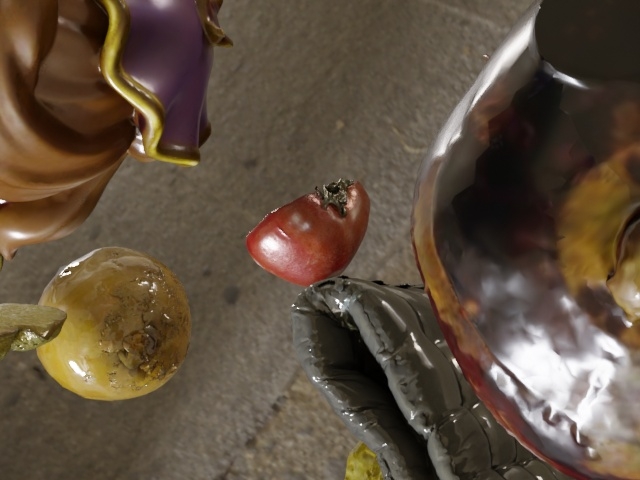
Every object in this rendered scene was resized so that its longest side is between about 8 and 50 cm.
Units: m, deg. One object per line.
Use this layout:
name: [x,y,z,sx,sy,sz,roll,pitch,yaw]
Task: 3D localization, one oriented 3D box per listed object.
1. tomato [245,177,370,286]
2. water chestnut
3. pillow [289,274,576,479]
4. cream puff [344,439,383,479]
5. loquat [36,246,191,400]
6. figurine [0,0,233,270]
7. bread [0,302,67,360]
tomato: [0.000,0.000,1.246,0.139,0.159,0.091,-41,78,43]
water chestnut: [0.227,-0.009,0.619,0.335,0.347,0.335,-2,82,14]
pillow: [0.115,0.171,0.841,0.101,0.228,0.326,-34,70,22]
cream puff: [0.183,0.350,1.394,0.323,0.270,0.274,4,74,-3]
loquat: [-0.301,0.123,1.600,0.235,0.235,0.235,-19,52,26]
figurine: [-0.166,-0.060,0.476,0.263,0.189,0.142,-25,47,15]
bread: [-0.395,0.111,1.323,0.187,0.149,0.065,8,105,42]
